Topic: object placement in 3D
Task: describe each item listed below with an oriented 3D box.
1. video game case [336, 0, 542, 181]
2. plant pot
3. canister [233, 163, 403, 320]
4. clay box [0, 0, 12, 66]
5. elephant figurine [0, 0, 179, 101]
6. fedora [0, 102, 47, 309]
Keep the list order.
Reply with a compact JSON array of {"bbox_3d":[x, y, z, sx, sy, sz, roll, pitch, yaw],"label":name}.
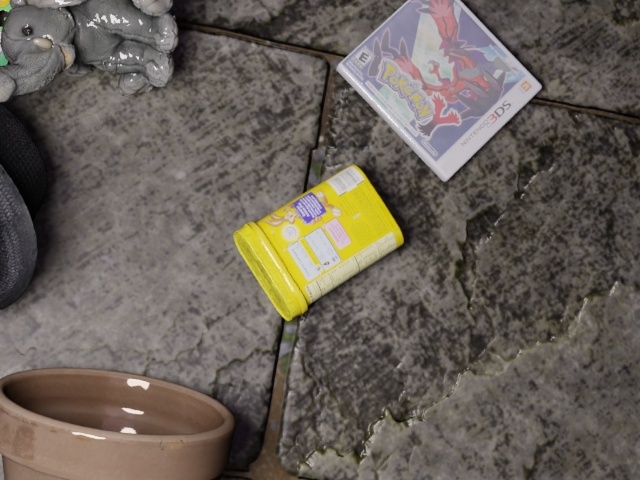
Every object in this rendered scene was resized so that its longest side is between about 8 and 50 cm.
[{"bbox_3d":[0.152,-0.207,1.594,0.183,0.023,0.201,-44,89,-14],"label":"video game case"},{"bbox_3d":[-0.237,0.279,1.346,0.263,0.263,0.229,10,95,-8],"label":"plant pot"},{"bbox_3d":[0.000,0.000,1.507,0.170,0.073,0.126,-32,87,-15],"label":"canister"},{"bbox_3d":[-0.469,-0.276,1.484,0.222,0.053,0.128,12,78,-9],"label":"clay box"},{"bbox_3d":[-0.295,-0.245,1.441,0.239,0.186,0.169,-6,95,-22],"label":"elephant figurine"},{"bbox_3d":[-0.426,-0.079,1.387,0.334,0.334,0.152,40,42,-1],"label":"fedora"}]
